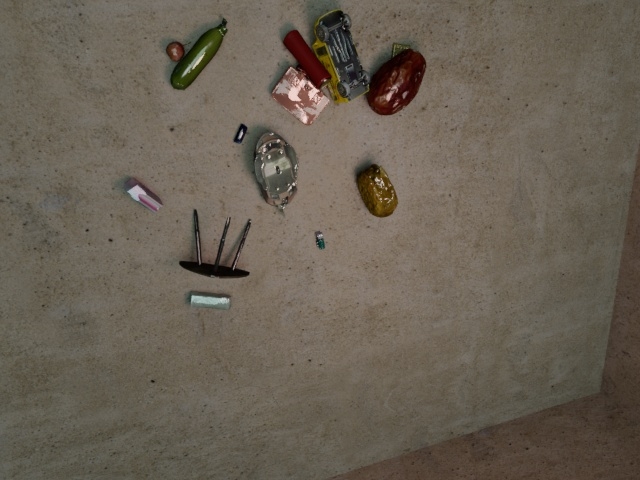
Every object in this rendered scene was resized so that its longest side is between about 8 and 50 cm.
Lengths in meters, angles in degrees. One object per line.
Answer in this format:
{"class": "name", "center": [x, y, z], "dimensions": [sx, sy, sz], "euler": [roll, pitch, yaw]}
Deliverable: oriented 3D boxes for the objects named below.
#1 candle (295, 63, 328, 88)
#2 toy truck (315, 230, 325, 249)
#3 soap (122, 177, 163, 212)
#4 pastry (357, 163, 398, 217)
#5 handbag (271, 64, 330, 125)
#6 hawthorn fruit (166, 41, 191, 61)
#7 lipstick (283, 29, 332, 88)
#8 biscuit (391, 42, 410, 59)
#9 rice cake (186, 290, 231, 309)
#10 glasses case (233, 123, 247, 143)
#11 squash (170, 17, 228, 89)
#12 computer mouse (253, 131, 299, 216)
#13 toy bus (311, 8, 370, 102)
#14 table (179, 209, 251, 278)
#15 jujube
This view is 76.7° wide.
{"class": "candle", "center": [-0.035, -0.685, 1.701], "dimensions": [0.162, 0.048, 0.053], "euler": [26, 131, -20]}
{"class": "toy truck", "center": [0.000, 0.000, 1.952], "dimensions": [0.039, 0.044, 0.084], "euler": [-16, 113, -12]}
{"class": "soap", "center": [-0.732, -0.189, 1.666], "dimensions": [0.056, 0.100, 0.149], "euler": [-45, 139, -2]}
{"class": "pastry", "center": [0.255, -0.217, 1.837], "dimensions": [0.132, 0.235, 0.240], "euler": [-30, 104, 2]}
{"class": "handbag", "center": [-0.082, -0.602, 1.686], "dimensions": [0.212, 0.059, 0.157], "euler": [35, 114, -23]}
{"class": "hawthorn fruit", "center": [-0.538, -0.731, 1.541], "dimensions": [0.103, 0.067, 0.067], "euler": [-37, 114, -1]}
{"class": "lipstick", "center": [-0.052, -0.721, 1.615], "dimensions": [0.080, 0.080, 0.241], "euler": [-36, 91, 1]}
{"class": "biscuit", "center": [0.349, -0.811, 1.761], "dimensions": [0.083, 0.018, 0.082], "euler": [0, 109, -15]}
{"class": "rice cake", "center": [-0.523, 0.282, 1.910], "dimensions": [0.206, 0.063, 0.069], "euler": [11, 104, -18]}
{"class": "glasses case", "center": [-0.337, -0.450, 1.714], "dimensions": [0.033, 0.023, 0.083], "euler": [24, 103, -19]}
{"class": "squash", "center": [-0.462, -0.714, 1.556], "dimensions": [0.087, 0.087, 0.331], "euler": [40, 94, -23]}
{"class": "computer mouse", "center": [-0.195, -0.286, 1.767], "dimensions": [0.199, 0.115, 0.390], "euler": [-21, 124, -17]}
{"class": "toy bus", "center": [0.071, -0.738, 1.640], "dimensions": [0.144, 0.152, 0.331], "euler": [-36, 117, -22]}
{"class": "table", "center": [-0.425, 0.014, 1.772], "dimensions": [0.316, 0.317, 0.250], "euler": [10, 93, -17]}
{"class": "jujube", "center": [0.320, -0.669, 1.717], "dimensions": [0.197, 0.197, 0.290], "euler": [37, 94, -23]}
